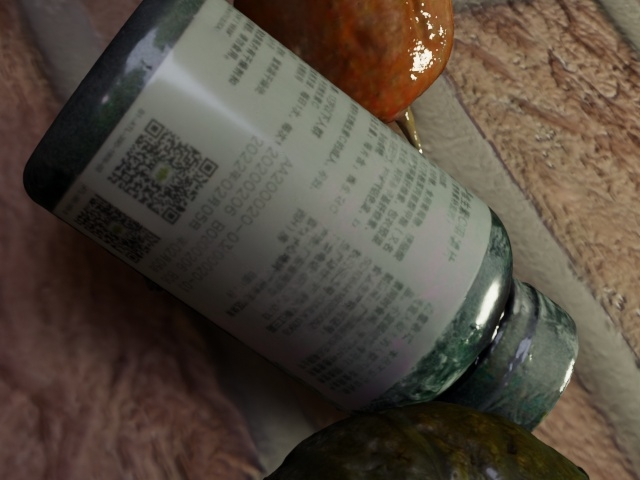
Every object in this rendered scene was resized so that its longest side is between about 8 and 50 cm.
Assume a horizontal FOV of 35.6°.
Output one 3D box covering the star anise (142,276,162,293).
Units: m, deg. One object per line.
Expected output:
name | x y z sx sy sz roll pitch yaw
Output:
star anise | -0.092 -0.034 0.606 0.141 0.042 0.141 9 70 -27

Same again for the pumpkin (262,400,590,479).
pumpkin | 0.056 0.182 0.444 0.224 0.157 0.223 6 66 -15

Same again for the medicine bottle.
medicine bottle | 0.000 0.000 0.535 0.293 0.141 0.141 36 51 -13

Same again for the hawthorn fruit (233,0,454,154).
hawthorn fruit | 0.030 -0.141 0.665 0.149 0.149 0.189 -26 64 -31
